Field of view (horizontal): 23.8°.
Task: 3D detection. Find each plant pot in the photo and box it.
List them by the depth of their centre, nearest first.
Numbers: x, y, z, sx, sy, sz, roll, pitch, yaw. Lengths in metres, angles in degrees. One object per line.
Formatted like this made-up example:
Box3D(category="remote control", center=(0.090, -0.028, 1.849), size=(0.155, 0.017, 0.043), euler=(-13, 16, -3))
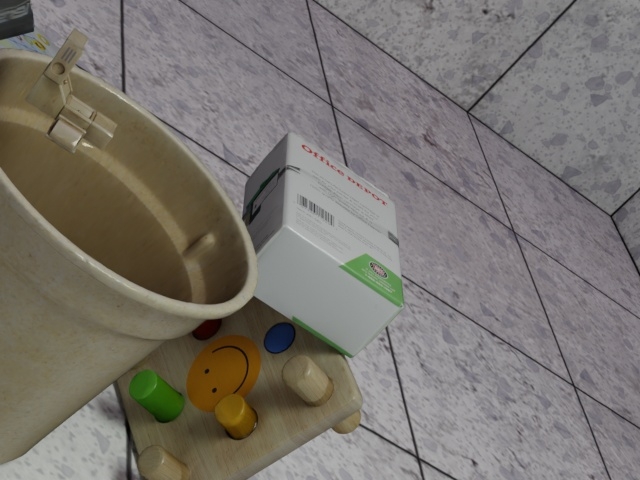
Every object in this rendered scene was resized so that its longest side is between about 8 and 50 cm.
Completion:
Box3D(category="plant pot", center=(-0.284, 0.040, 1.449), size=(0.334, 0.305, 0.334), euler=(37, 23, -19))

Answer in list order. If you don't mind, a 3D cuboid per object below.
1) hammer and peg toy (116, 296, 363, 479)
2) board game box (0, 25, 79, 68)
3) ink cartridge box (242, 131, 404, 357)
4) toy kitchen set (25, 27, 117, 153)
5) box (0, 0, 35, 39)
Box3D(category="hammer and peg toy", center=(-0.112, 0.107, 1.688), size=(0.127, 0.266, 0.361), euler=(49, 13, -46))
Box3D(category="board game box", center=(-0.433, -0.206, 1.928), size=(0.308, 0.086, 0.302), euler=(44, 22, 1))
Box3D(category="ink cartridge box", center=(0.000, 0.000, 1.638), size=(0.160, 0.092, 0.219), euler=(34, 24, -17))
Box3D(category="toy kitchen set", center=(-0.213, -0.128, 1.361), size=(0.083, 0.075, 0.068), euler=(34, 25, -13))
Box3D(category="box", center=(-0.544, -0.358, 1.767), size=(0.318, 0.097, 0.395), euler=(-19, 52, -17))
